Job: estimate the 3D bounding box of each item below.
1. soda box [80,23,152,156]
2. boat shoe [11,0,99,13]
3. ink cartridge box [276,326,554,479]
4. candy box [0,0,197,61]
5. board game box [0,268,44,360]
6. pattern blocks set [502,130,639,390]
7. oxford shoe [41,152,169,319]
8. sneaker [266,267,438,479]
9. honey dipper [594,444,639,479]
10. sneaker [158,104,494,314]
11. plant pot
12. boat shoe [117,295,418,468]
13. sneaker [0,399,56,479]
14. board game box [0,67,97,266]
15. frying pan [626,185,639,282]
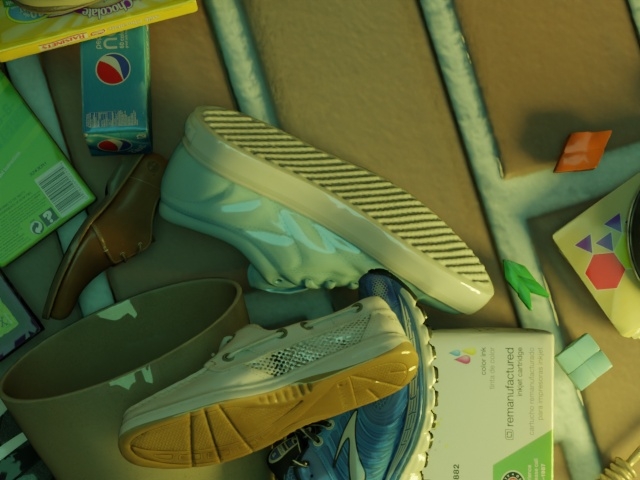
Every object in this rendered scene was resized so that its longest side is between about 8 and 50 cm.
[{"bbox_3d":[-0.211,-0.196,1.528,0.067,0.071,0.210,-3,73,-2],"label":"soda box"},{"bbox_3d":[-0.152,-0.329,1.436,0.355,0.130,0.132,-24,70,-10],"label":"boat shoe"},{"bbox_3d":[0.095,0.192,1.537,0.278,0.117,0.202,0,89,-3],"label":"ink cartridge box"},{"bbox_3d":[-0.236,-0.254,1.492,0.205,0.027,0.105,-16,74,-6],"label":"candy box"},{"bbox_3d":[-0.474,0.016,1.551,0.208,0.056,0.347,-36,90,-7],"label":"board game box"},{"bbox_3d":[0.358,0.000,1.599,0.324,0.026,0.285,-27,90,-3],"label":"pattern blocks set"},{"bbox_3d":[-0.218,0.001,1.550,0.076,0.076,0.212,33,86,-6],"label":"oxford shoe"},{"bbox_3d":[0.027,0.189,1.410,0.147,0.130,0.330,8,87,-5],"label":"sneaker"},{"bbox_3d":[0.360,0.212,1.596,0.160,0.030,0.030,-44,91,-6],"label":"honey dipper"},{"bbox_3d":[0.000,0.000,1.552,0.365,0.135,0.150,29,117,-6],"label":"sneaker"},{"bbox_3d":[-0.147,0.214,1.481,0.256,0.256,0.274,-23,105,-3],"label":"plant pot"},{"bbox_3d":[-0.055,0.123,1.337,0.277,0.098,0.096,-17,55,-10],"label":"boat shoe"},{"bbox_3d":[-0.354,0.273,1.533,0.121,0.079,0.217,41,87,-1],"label":"sneaker"},{"bbox_3d":[-0.362,-0.111,1.564,0.124,0.039,0.259,-36,93,-4],"label":"board game box"},{"bbox_3d":[0.415,0.058,1.567,0.197,0.053,0.326,8,85,-2],"label":"frying pan"}]
